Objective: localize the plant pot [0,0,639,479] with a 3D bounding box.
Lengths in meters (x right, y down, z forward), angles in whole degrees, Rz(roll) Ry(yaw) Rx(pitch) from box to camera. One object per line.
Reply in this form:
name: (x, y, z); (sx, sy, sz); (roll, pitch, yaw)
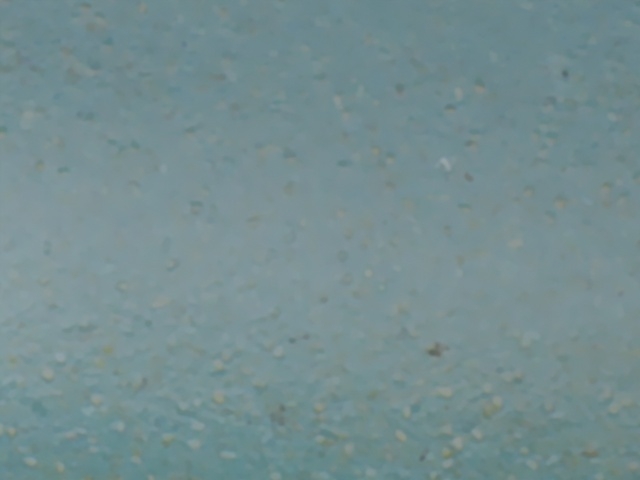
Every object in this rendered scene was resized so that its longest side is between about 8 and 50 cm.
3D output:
plant pot: (0.000, 0.000, 0.501); (0.248, 0.247, 0.252); (4, 84, 1)
